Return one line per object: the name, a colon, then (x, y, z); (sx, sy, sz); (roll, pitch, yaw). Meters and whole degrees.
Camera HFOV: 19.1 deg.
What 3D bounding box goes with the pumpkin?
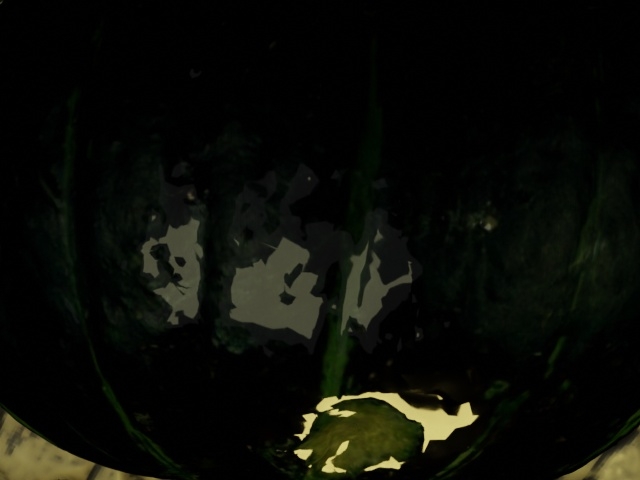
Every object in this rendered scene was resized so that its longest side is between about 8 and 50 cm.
pumpkin: (0.000, 0.000, 0.741); (0.315, 0.315, 0.238); (2, 87, 18)
